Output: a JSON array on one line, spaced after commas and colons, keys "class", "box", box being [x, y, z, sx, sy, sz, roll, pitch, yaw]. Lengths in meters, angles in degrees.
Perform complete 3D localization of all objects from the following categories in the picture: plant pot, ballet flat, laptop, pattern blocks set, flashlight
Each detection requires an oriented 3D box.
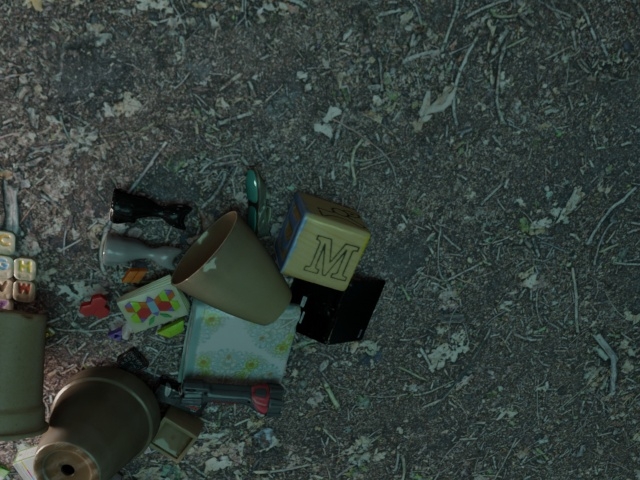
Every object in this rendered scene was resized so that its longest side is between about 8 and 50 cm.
[{"class": "plant pot", "box": [-0.217, 0.104, 1.524, 0.256, 0.256, 0.274, -43, 111, 9]}, {"class": "ballet flat", "box": [-0.172, -0.107, 1.572, 0.068, 0.072, 0.213, -15, 120, -35]}, {"class": "plant pot", "box": [-0.664, 0.574, 1.614, 0.323, 0.280, 0.323, 1, 108, 3]}, {"class": "laptop", "box": [0.037, 0.196, 1.769, 0.264, 0.136, 0.234, 22, 109, 8]}, {"class": "pattern blocks set", "box": [-0.485, 0.188, 1.616, 0.325, 0.026, 0.285, -31, 131, 2]}, {"class": "flashlight", "box": [-0.268, 0.474, 1.691, 0.304, 0.103, 0.103, 8, 92, -15]}, {"class": "plant pot", "box": [-0.863, 0.331, 1.456, 0.334, 0.334, 0.305, 9, 81, -15]}]

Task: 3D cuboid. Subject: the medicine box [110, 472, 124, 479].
[{"class": "medicine box", "box": [-0.787, 0.893, 1.767, 0.263, 0.289, 0.149, -40, 113, 8]}]

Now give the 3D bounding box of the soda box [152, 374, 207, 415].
[{"class": "soda box", "box": [-0.448, 0.496, 1.786, 0.169, 0.053, 0.060, 30, 105, -22]}]

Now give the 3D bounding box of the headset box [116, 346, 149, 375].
[{"class": "headset box", "box": [-0.576, 0.377, 1.720, 0.062, 0.032, 0.083, -32, 117, 5]}]

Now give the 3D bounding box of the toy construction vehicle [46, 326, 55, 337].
[{"class": "toy construction vehicle", "box": [-0.832, 0.276, 1.622, 0.098, 0.035, 0.086, -31, 116, 3]}]

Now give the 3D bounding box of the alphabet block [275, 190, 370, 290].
[{"class": "alphabet block", "box": [0.000, 0.000, 1.577, 0.197, 0.192, 0.193, 18, 111, -17]}]

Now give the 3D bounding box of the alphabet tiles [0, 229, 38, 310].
[{"class": "alphabet tiles", "box": [-0.932, 0.092, 1.529, 0.284, 0.021, 0.277, 9, 112, -14]}]

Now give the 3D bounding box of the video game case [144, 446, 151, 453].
[{"class": "video game case", "box": [-0.625, 0.669, 1.853, 0.087, 0.011, 0.122, -16, 116, -3]}]

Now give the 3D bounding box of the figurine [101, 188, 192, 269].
[{"class": "figurine", "box": [-0.477, -0.019, 1.536, 0.210, 0.092, 0.214, 10, 112, -20]}]

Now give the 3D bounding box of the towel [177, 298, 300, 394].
[{"class": "towel", "box": [-0.256, 0.333, 1.715, 0.321, 0.090, 0.374, 6, 118, -19]}]

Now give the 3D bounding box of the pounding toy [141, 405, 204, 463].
[{"class": "pounding toy", "box": [-0.517, 0.620, 1.813, 0.206, 0.094, 0.181, 34, 107, -6]}]

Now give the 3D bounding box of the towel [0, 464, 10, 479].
[{"class": "towel", "box": [-1.095, 0.770, 1.804, 0.113, 0.023, 0.152, 39, 100, -26]}]

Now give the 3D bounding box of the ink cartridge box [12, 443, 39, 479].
[{"class": "ink cartridge box", "box": [-0.855, 0.702, 1.794, 0.209, 0.062, 0.109, -18, 115, -3]}]
